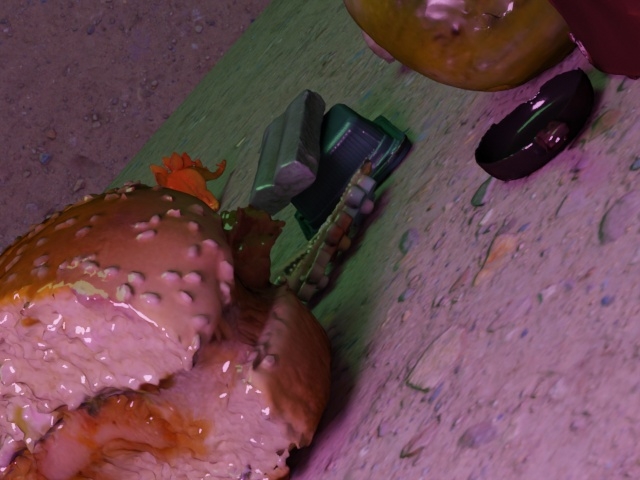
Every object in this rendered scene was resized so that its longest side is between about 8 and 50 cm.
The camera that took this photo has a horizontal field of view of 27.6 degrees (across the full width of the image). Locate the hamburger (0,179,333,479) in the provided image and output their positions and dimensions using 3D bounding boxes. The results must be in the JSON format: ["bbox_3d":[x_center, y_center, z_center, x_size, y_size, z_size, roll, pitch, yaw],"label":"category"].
[{"bbox_3d":[-0.162,0.086,1.141,0.445,0.268,0.287,-34,16,46],"label":"hamburger"}]

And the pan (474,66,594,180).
[{"bbox_3d":[0.179,-0.086,1.027,0.115,0.040,0.212,-45,7,7],"label":"pan"}]

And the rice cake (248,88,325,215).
[{"bbox_3d":[-0.035,-0.096,1.406,0.085,0.040,0.226,-44,16,20],"label":"rice cake"}]

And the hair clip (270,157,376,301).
[{"bbox_3d":[0.005,0.004,1.284,0.214,0.056,0.062,-48,-13,-27],"label":"hair clip"}]

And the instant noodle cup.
[{"bbox_3d":[0.015,-0.084,1.452,0.157,0.070,0.179,-48,15,5],"label":"instant noodle cup"}]

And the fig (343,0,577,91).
[{"bbox_3d":[0.168,-0.267,1.159,0.314,0.233,0.233,-41,15,46],"label":"fig"}]

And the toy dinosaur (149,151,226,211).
[{"bbox_3d":[-0.209,-0.076,1.973,0.070,0.117,0.288,-38,20,34],"label":"toy dinosaur"}]

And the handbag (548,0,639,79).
[{"bbox_3d":[0.190,-0.226,0.941,0.084,0.260,0.275,-44,16,4],"label":"handbag"}]

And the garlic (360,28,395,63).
[{"bbox_3d":[0.130,-0.343,1.670,0.229,0.143,0.178,-46,10,-31],"label":"garlic"}]
